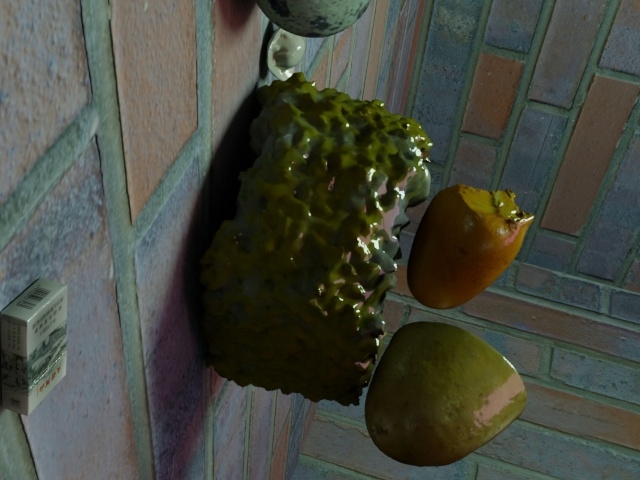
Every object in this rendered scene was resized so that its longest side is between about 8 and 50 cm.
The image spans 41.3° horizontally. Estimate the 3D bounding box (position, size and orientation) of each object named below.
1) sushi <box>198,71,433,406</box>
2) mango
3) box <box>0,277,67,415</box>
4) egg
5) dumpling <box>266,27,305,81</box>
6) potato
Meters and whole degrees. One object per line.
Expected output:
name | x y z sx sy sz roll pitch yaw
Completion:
sushi | 0.000 0.000 1.103 0.397 0.240 0.351 97 10 -59
mango | 0.189 0.013 1.187 0.252 0.126 0.154 121 -22 -55
box | -0.204 0.075 0.606 0.054 0.024 0.083 -63 165 -60
egg | -0.012 -0.279 0.879 0.172 0.132 0.132 -17 123 -67
dumpling | -0.047 -0.233 1.044 0.059 0.043 0.077 -46 171 -39
potato | 0.130 0.211 1.069 0.158 0.203 0.178 -40 136 -35
